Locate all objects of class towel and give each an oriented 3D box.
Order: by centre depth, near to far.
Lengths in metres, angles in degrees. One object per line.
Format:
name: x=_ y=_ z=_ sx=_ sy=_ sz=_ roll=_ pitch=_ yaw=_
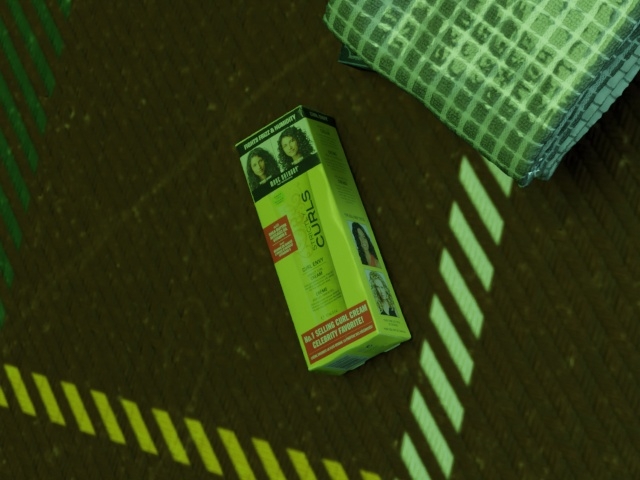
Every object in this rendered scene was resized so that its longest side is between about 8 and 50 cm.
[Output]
towel: x=0.163 y=-0.220 z=1.355 sx=0.235 sy=0.121 sz=0.284 roll=40 pitch=109 yaw=18

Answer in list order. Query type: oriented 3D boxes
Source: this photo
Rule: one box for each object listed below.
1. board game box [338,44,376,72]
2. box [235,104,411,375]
board game box: x=0.141 y=-0.213 z=1.493 sx=0.243 sy=0.042 sz=0.165 roll=14 pitch=91 yaw=35
box: x=0.000 y=0.000 z=1.546 sx=0.087 sy=0.058 sz=0.232 roll=-28 pitch=68 yaw=27
